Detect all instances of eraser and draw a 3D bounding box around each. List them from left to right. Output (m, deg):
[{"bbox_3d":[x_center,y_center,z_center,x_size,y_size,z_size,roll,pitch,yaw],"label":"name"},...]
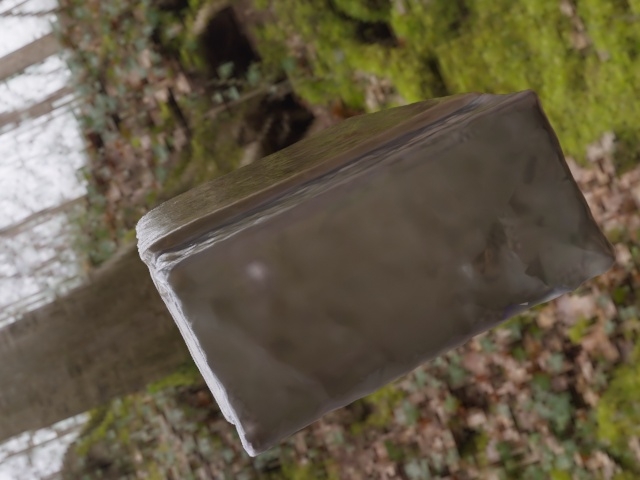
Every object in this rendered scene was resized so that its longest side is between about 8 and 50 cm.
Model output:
[{"bbox_3d":[0.000,0.000,0.578,0.078,0.144,0.343,64,175,-7],"label":"eraser"}]
